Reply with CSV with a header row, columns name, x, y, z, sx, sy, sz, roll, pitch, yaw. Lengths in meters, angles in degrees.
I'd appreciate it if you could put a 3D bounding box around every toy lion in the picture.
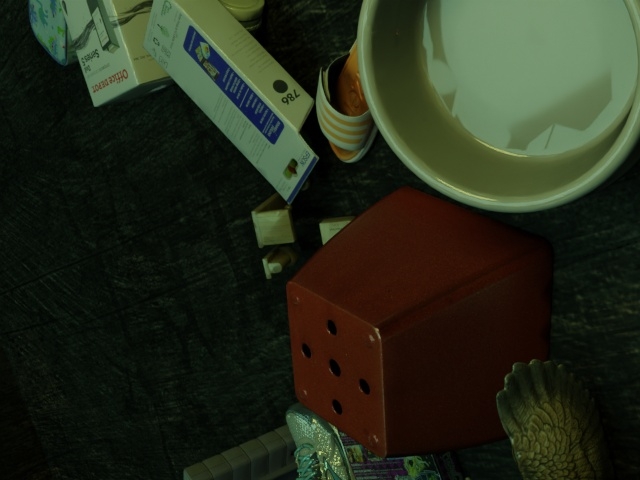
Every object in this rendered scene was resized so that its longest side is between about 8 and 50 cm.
name,x,y,z,sx,sy,sz,roll,pitch,yaw
toy lion,-0.045,-0.128,1.585,0.100,0.034,0.096,31,125,44

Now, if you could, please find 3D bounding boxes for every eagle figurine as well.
name,x,y,z,sx,sy,sz,roll,pitch,yaw
eagle figurine,0.258,0.321,1.213,0.226,0.225,0.298,53,153,41

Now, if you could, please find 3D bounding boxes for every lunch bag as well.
name,x,y,z,sx,sy,sz,roll,pitch,yaw
lunch bag,-0.486,-0.459,1.978,0.176,0.090,0.219,44,140,32

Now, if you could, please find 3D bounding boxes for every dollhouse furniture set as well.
name,x,y,z,sx,sy,sz,roll,pitch,yaw
dollhouse furniture set,0.000,0.000,1.591,0.151,0.123,0.144,-5,106,20

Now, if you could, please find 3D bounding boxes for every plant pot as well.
name,x,y,z,sx,sy,sz,roll,pitch,yaw
plant pot,0.107,0.119,1.311,0.267,0.235,0.267,25,128,46

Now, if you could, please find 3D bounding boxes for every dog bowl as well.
name,x,y,z,sx,sy,sz,roll,pitch,yaw
dog bowl,0.190,-0.185,1.038,0.348,0.102,0.349,14,118,28

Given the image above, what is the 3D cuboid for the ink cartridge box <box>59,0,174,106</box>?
name,x,y,z,sx,sy,sz,roll,pitch,yaw
ink cartridge box,-0.345,-0.384,1.792,0.198,0.114,0.273,-9,100,56

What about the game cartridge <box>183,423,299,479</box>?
name,x,y,z,sx,sy,sz,roll,pitch,yaw
game cartridge,-0.142,0.515,1.897,0.068,0.230,0.355,36,135,39

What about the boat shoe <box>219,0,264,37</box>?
name,x,y,z,sx,sy,sz,roll,pitch,yaw
boat shoe,-0.211,-0.382,1.603,0.319,0.116,0.099,38,136,30

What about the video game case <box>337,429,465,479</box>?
name,x,y,z,sx,sy,sz,roll,pitch,yaw
video game case,0.130,0.357,1.587,0.232,0.041,0.210,-25,87,57

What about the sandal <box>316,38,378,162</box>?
name,x,y,z,sx,sy,sz,roll,pitch,yaw
sandal,0.038,-0.205,1.375,0.102,0.076,0.265,53,144,23

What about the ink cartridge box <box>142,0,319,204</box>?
name,x,y,z,sx,sy,sz,roll,pitch,yaw
ink cartridge box,-0.116,-0.216,1.498,0.333,0.065,0.165,48,153,4

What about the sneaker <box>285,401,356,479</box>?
name,x,y,z,sx,sy,sz,roll,pitch,yaw
sneaker,0.009,0.397,1.710,0.283,0.122,0.110,60,146,14
